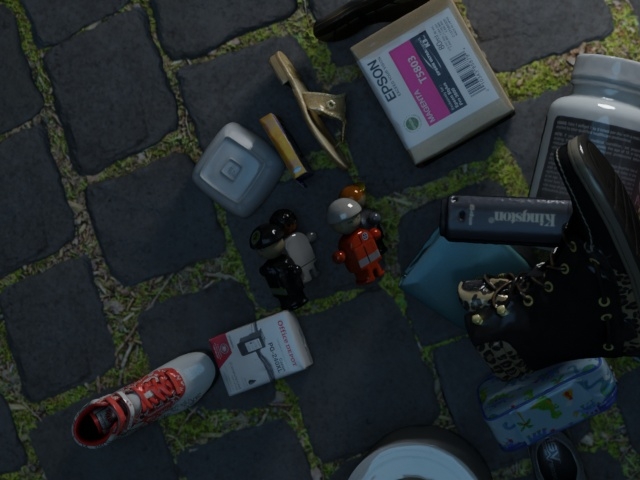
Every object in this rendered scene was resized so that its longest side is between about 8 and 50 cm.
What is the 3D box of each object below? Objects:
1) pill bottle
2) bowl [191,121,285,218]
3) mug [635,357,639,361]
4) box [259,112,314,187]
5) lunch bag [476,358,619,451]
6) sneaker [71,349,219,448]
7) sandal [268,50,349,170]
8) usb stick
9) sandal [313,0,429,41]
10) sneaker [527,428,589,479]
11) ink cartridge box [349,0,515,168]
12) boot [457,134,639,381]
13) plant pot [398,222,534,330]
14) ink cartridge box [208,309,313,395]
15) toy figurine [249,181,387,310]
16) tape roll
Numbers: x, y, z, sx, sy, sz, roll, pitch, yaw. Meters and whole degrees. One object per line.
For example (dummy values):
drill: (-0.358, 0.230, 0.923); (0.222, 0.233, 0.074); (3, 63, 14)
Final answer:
pill bottle: (0.438, -0.130, 1.847); (0.176, 0.176, 0.318); (13, 94, 11)
bowl: (-0.149, -0.125, 2.025); (0.142, 0.053, 0.142); (37, 96, 7)
mug: (0.574, 0.151, 1.857); (0.158, 0.097, 0.129); (26, 97, 21)
box: (-0.053, -0.154, 1.991); (0.028, 0.081, 0.136); (-33, 85, 9)
lunch bag: (0.367, 0.242, 1.872); (0.219, 0.176, 0.090); (-29, 106, 9)
sneaker: (-0.309, 0.284, 2.018); (0.270, 0.145, 0.090); (-28, 86, 10)
sandal: (0.005, -0.240, 1.974); (0.079, 0.088, 0.240); (-36, 80, 16)
usb stick: (0.322, -0.029, 1.760); (0.278, 0.045, 0.077); (3, 93, 13)
sandal: (0.086, -0.406, 1.969); (0.219, 0.090, 0.060); (-21, 65, 18)
sneaker: (0.402, 0.426, 1.896); (0.105, 0.115, 0.281); (-24, 87, 11)
ink cartridge box: (0.189, -0.268, 1.938); (0.193, 0.088, 0.234); (-30, 86, 9)
boot: (0.338, 0.047, 1.690); (0.284, 0.138, 0.377); (-18, 122, 23)
plant pot: (0.273, 0.070, 1.897); (0.234, 0.165, 0.165); (36, 98, 1)
ink cartridge box: (-0.103, 0.195, 2.017); (0.150, 0.063, 0.109); (-21, 87, 11)
toy figurine: (0.000, 0.000, 1.917); (0.213, 0.209, 0.148); (-20, 104, 14)
tape roll: (0.165, 0.441, 1.917); (0.246, 0.169, 0.246); (0, 91, 11)
